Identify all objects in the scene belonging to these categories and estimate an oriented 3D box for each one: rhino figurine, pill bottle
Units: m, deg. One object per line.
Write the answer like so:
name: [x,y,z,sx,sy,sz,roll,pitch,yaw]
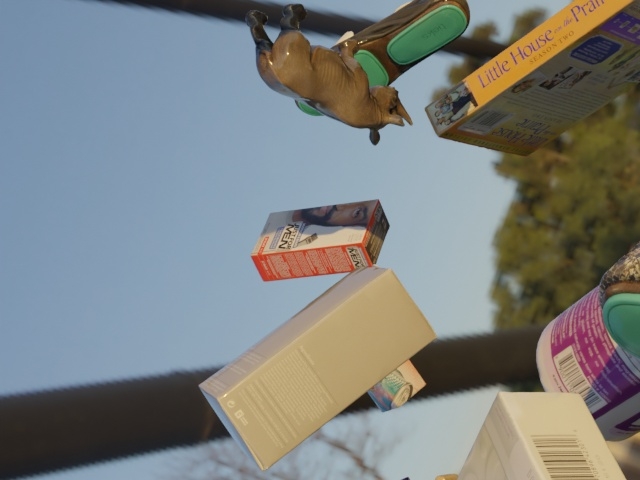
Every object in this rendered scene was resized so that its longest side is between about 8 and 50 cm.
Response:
rhino figurine: [0.019,-0.181,1.704,0.073,0.243,0.106,-36,44,33]
pill bottle: [0.398,0.095,1.674,0.301,0.169,0.169,-43,9,44]

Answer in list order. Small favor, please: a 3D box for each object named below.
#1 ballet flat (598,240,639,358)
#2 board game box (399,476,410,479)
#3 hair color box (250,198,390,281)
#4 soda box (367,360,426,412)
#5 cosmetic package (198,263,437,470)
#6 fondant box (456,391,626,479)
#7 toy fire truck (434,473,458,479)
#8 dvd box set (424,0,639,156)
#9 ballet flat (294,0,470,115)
ballet flat: [0.472,0.069,1.271,0.182,0.483,0.164,-46,-48,-25]
board game box: [0.018,0.458,2.080,0.275,0.144,0.142,-30,-8,36]
hair color box: [0.000,0.000,1.976,0.093,0.167,0.053,-68,-37,-46]
soda box: [0.070,0.157,2.142,0.063,0.183,0.058,-37,2,-27]
cosmetic package: [-0.005,0.132,1.602,0.238,0.107,0.127,-33,8,-10]
fondant box: [0.193,0.342,1.399,0.238,0.096,0.330,-112,32,-48]
toy fire truck: [0.133,0.405,1.804,0.246,0.158,0.217,-47,-6,18]
dvd box set: [0.407,-0.277,2.307,0.420,0.062,0.307,-35,-23,30]
ballet flat: [0.086,-0.270,2.100,0.095,0.280,0.096,55,-166,-33]
